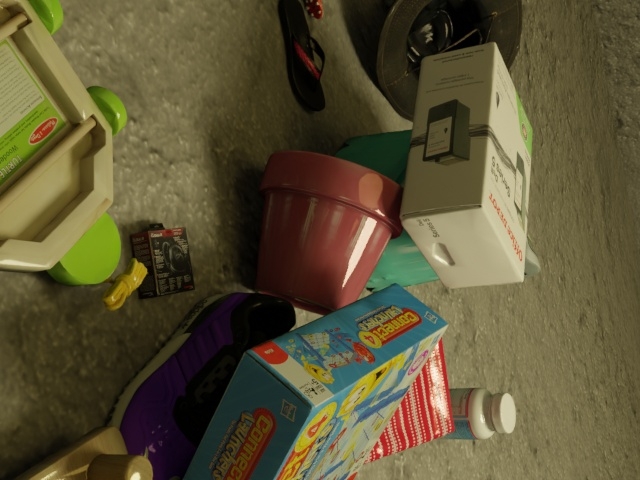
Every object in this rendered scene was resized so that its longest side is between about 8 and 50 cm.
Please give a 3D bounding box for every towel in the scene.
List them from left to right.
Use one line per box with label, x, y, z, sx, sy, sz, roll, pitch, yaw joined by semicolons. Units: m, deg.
towel;0.107;0.231;1.244;0.275;0.031;0.198;-5;88;-42

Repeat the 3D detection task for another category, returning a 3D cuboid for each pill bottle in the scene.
pill bottle;0.245;0.295;1.371;0.087;0.160;0.087;18;68;-54

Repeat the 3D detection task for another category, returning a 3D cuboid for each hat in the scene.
hat;0.211;-0.384;1.460;0.331;0.331;0.134;35;18;-48

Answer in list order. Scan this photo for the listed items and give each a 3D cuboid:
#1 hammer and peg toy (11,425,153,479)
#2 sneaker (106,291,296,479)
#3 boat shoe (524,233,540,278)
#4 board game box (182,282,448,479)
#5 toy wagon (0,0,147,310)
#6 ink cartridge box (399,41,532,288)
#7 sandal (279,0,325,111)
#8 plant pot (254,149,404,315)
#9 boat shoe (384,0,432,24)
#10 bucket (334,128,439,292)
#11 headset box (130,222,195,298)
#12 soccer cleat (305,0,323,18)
hammer and peg toy;-0.216;0.376;0.701;0.266;0.127;0.361;-30;107;-57
sneaker;-0.114;0.157;0.883;0.102;0.146;0.293;59;39;-29
boat shoe;0.398;-0.001;1.743;0.302;0.109;0.094;39;36;-56
board game box;-0.020;0.221;0.902;0.302;0.086;0.308;-18;140;-56
toy wagon;-0.288;-0.073;0.752;0.344;0.068;0.267;61;39;-28
ink cartridge box;0.208;-0.098;1.105;0.198;0.115;0.272;49;43;-47
sandal;-0.021;-0.285;1.220;0.067;0.040;0.179;-22;100;-56
plant pot;0.000;0.000;1.068;0.201;0.201;0.180;31;73;-49
boat shoe;0.182;-0.459;1.530;0.226;0.076;0.083;43;49;-43
bucket;0.156;-0.057;1.302;0.281;0.183;0.281;21;64;-54
headset box;-0.181;0.021;0.920;0.062;0.032;0.083;-10;90;-57
soccer cleat;-0.013;-0.392;1.269;0.035;0.029;0.083;-47;116;-45
